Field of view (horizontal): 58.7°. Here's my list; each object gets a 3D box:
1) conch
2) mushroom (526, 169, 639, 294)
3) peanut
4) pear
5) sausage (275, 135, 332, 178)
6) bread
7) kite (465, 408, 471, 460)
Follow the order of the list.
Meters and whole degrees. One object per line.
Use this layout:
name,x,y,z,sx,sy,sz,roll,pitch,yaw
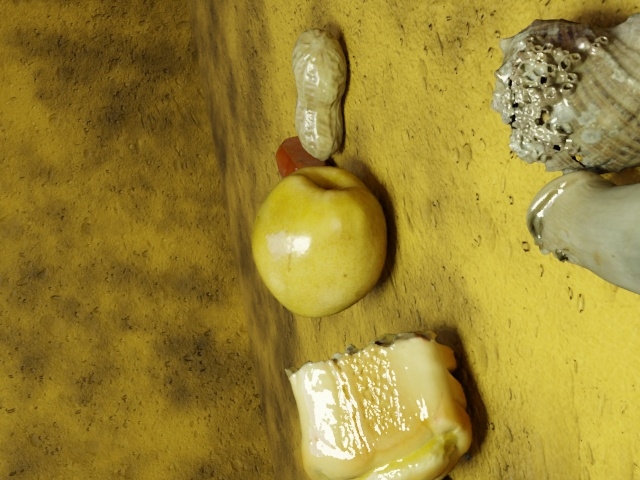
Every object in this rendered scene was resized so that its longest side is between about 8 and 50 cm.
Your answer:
conch,0.277,-0.151,0.596,0.178,0.163,0.245,49,153,-20
mushroom,0.324,-0.031,0.460,0.177,0.126,0.397,62,158,10
peanut,0.000,-0.325,1.299,0.136,0.120,0.298,-119,23,-55
pear,0.000,0.000,1.210,0.314,0.314,0.314,170,90,-71
sausage,-0.038,-0.178,1.473,0.258,0.133,0.133,-126,32,-46
bread,0.114,0.313,1.019,0.211,0.315,0.270,32,-141,-66
kite,0.249,0.332,1.066,0.139,0.011,0.157,108,149,-60
